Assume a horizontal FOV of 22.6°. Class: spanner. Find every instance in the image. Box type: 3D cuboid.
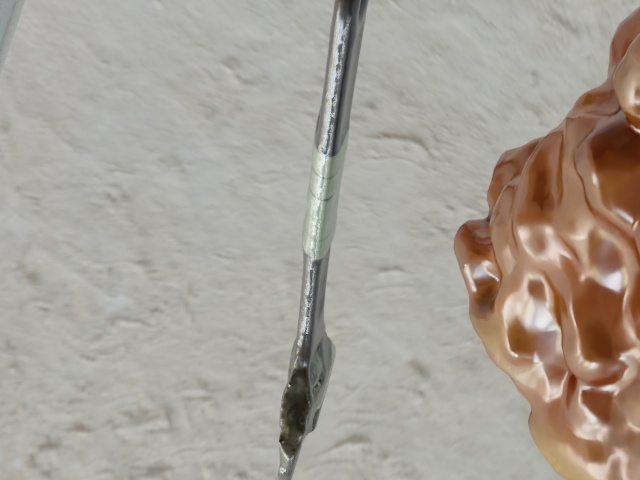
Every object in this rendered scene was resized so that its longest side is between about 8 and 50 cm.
[{"bbox_3d":[0.000,0.000,0.763,0.024,0.087,0.316,12,134,5],"label":"spanner"}]

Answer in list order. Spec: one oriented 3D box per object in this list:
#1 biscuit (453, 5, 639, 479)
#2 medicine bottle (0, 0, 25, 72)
[{"bbox_3d":[0.178,0.041,0.477,0.110,0.312,0.318,-16,72,-27],"label":"biscuit"},{"bbox_3d":[-0.151,-0.065,0.438,0.135,0.135,0.169,15,79,12],"label":"medicine bottle"}]
